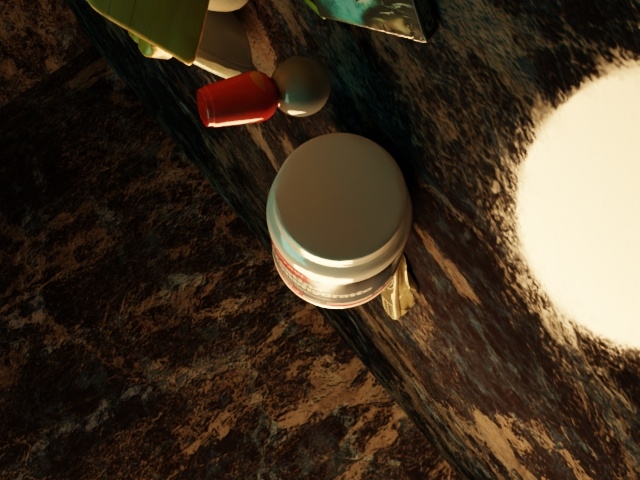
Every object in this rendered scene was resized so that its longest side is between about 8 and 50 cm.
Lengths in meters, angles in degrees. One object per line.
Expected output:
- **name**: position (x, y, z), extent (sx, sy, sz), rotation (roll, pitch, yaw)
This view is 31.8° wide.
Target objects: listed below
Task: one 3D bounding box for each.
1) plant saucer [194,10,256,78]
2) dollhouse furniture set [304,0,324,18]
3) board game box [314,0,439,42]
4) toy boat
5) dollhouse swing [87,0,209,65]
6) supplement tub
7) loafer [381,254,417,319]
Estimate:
- **plant saucer**: position (-0.245, -0.371, 1.615), extent (0.400, 0.101, 0.400), rotation (31, -169, -7)
- **dollhouse furniture set**: position (-0.004, -0.288, 1.067), extent (0.076, 0.058, 0.152), rotation (48, 170, 33)
- **board game box**: position (0.027, -0.259, 0.982), extent (0.126, 0.026, 0.186), rotation (22, 154, 33)
- **toy boat**: position (-0.084, -0.282, 1.208), extent (0.267, 0.148, 0.318), rotation (-156, 53, -68)
- **dollhouse swing**: position (-0.278, -0.366, 1.024), extent (0.347, 0.304, 0.315), rotation (51, 132, 48)
- **supplement tub**: position (0.025, -0.022, 1.521), extent (0.191, 0.191, 0.272), rotation (52, 172, 12)
- **loafer**: position (0.124, 0.063, 1.806), extent (0.056, 0.050, 0.148), rotation (46, 153, 37)
